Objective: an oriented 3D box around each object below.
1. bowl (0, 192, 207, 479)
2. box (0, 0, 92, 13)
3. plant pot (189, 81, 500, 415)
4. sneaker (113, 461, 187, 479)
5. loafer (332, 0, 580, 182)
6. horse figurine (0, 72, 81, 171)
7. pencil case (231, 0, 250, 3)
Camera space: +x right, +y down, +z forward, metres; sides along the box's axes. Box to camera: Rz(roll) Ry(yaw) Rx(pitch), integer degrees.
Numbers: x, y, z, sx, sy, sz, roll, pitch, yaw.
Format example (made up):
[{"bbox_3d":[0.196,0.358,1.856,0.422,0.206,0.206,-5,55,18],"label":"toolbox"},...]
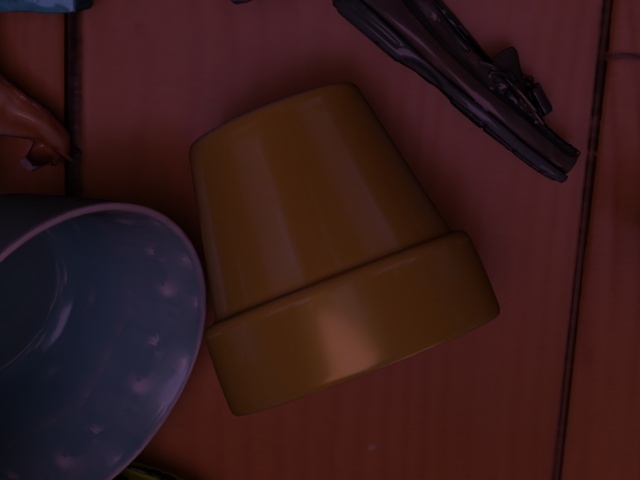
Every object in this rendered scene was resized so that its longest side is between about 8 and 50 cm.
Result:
[{"bbox_3d":[-0.270,0.080,1.128,0.163,0.311,0.311,29,109,34],"label":"bowl"},{"bbox_3d":[-0.263,-0.330,1.114,0.100,0.060,0.244,2,105,4],"label":"box"},{"bbox_3d":[0.000,0.000,1.099,0.254,0.254,0.239,-21,88,10],"label":"plant pot"},{"bbox_3d":[-0.255,0.261,1.244,0.295,0.109,0.123,26,112,4],"label":"sneaker"},{"bbox_3d":[0.136,-0.160,1.114,0.267,0.096,0.084,38,99,-4],"label":"loafer"},{"bbox_3d":[-0.358,-0.165,1.164,0.174,0.066,0.263,-16,106,16],"label":"horse figurine"},{"bbox_3d":[0.029,-0.302,1.065,0.284,0.124,0.124,-18,103,11],"label":"pencil case"}]
